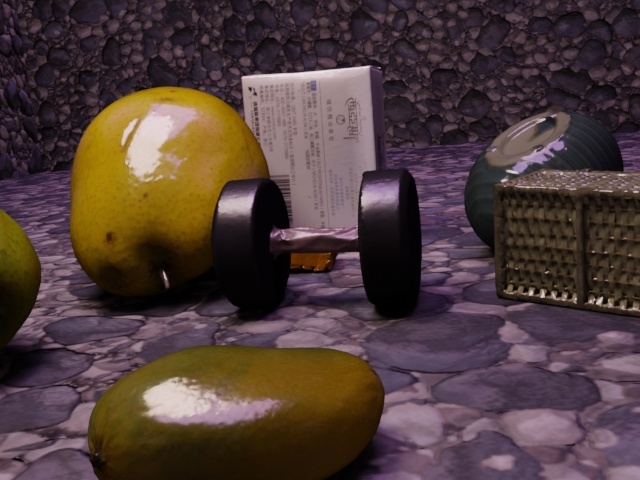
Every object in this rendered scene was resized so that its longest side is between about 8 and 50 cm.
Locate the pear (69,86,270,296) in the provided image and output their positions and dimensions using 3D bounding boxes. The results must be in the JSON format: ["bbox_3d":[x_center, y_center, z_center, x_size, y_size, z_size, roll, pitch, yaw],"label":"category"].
[{"bbox_3d":[-0.212,-0.055,0.968,0.284,0.336,0.285,10,-30,6],"label":"pear"}]

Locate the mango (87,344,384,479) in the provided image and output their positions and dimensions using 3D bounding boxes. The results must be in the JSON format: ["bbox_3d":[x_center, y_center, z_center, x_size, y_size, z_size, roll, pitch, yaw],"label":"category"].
[{"bbox_3d":[-0.047,0.110,0.439,0.191,0.086,0.122,-8,9,-10],"label":"mango"}]

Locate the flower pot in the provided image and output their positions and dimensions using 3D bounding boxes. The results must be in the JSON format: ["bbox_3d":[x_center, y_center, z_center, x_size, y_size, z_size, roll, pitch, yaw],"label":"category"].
[{"bbox_3d":[0.307,-0.080,0.966,0.243,0.157,0.189,-41,31,-26],"label":"flower pot"}]

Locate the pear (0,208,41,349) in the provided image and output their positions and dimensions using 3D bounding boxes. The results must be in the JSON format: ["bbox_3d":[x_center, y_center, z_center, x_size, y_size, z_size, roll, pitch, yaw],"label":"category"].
[{"bbox_3d":[-0.362,0.045,0.669,0.187,0.188,0.219,-15,17,-41],"label":"pear"}]

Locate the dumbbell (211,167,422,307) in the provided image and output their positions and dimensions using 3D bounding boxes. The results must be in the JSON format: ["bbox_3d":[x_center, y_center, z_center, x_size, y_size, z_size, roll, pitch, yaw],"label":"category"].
[{"bbox_3d":[0.000,0.000,0.794,0.218,0.153,0.152,-3,12,13],"label":"dumbbell"}]

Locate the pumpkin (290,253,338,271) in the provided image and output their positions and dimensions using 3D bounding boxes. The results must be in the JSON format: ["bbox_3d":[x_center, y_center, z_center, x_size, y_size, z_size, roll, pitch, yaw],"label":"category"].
[{"bbox_3d":[-0.013,0.012,0.983,0.074,0.054,0.083,1,7,7],"label":"pumpkin"}]

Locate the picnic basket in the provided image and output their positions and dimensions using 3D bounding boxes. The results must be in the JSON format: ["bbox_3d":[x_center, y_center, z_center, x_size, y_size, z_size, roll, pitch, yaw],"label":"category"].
[{"bbox_3d":[0.307,-0.008,0.747,0.196,0.134,0.154,6,19,43],"label":"picnic basket"}]

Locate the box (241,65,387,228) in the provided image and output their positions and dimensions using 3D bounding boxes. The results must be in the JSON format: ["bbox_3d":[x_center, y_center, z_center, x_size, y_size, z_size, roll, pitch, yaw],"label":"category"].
[{"bbox_3d":[-0.003,-0.129,1.107,0.203,0.274,0.116,-2,9,15],"label":"box"}]
